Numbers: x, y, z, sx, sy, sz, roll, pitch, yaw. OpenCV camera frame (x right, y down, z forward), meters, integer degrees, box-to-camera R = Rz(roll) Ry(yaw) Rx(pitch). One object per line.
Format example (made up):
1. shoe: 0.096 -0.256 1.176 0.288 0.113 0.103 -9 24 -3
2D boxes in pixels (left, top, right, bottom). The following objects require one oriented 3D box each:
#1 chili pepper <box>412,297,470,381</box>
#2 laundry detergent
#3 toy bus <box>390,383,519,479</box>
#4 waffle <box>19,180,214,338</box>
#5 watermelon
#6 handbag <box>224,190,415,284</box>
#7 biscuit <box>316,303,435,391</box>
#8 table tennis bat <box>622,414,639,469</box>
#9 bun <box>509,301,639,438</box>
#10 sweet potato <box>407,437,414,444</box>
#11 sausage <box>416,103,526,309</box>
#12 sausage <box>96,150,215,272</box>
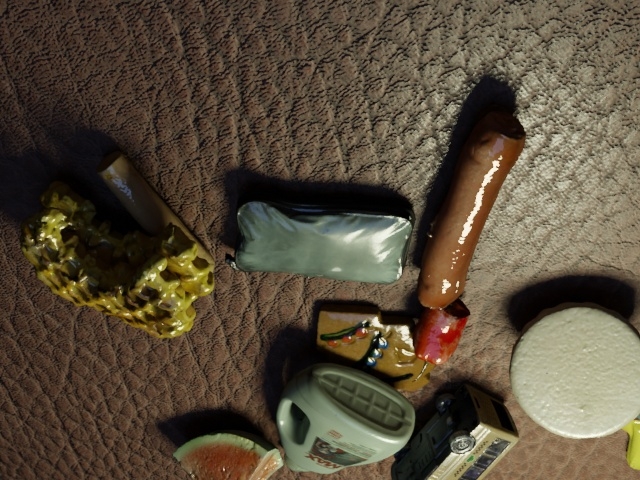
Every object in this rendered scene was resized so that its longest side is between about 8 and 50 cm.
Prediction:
1. chili pepper: 0.216 0.193 1.695 0.086 0.084 0.192 28 111 14
2. laundry detergent: 0.006 0.402 1.896 0.263 0.125 0.398 27 144 -10
3. toy bus: 0.281 0.457 1.899 0.157 0.139 0.290 26 114 -23
4. waffle: -0.353 0.041 1.533 0.324 0.151 0.261 22 149 14
5. watermelon: -0.196 0.518 2.020 0.256 0.176 0.260 33 106 -34
6. handbag: -0.003 0.000 1.575 0.332 0.075 0.192 4 137 -3
7. biscuit: 0.100 0.223 1.790 0.301 0.043 0.278 35 127 -25
8. table tennis bat: 0.675 0.372 1.873 0.224 0.054 0.369 1 135 18
9. bun: 0.492 0.235 1.700 0.263 0.175 0.263 1 97 10
10. sweet potato: 0.237 0.497 2.034 0.264 0.057 0.057 33 128 -29
11. sausage: 0.243 -0.039 1.500 0.094 0.094 0.419 30 136 17
12. sausage: -0.284 -0.035 1.566 0.065 0.066 0.301 -21 128 23
